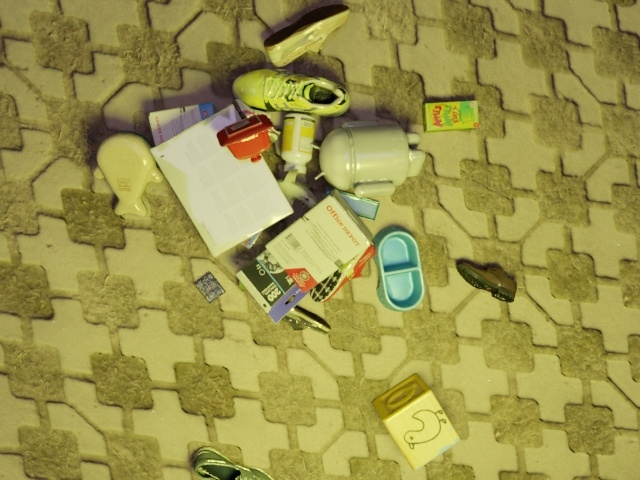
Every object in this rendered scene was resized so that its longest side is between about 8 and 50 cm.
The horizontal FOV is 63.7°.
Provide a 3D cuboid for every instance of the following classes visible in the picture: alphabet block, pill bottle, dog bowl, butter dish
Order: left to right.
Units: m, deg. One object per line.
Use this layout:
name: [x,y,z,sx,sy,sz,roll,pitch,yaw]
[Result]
butter dish: [-0.205,-0.281,1.487,0.160,0.160,0.118,-24,121,-5]
pill bottle: [-0.076,-0.313,1.678,0.103,0.103,0.184,6,92,-5]
dog bowl: [0.266,0.100,1.741,0.165,0.074,0.297,-10,93,-4]
alphabet block: [0.313,0.594,1.708,0.192,0.193,0.197,-33,95,-5]

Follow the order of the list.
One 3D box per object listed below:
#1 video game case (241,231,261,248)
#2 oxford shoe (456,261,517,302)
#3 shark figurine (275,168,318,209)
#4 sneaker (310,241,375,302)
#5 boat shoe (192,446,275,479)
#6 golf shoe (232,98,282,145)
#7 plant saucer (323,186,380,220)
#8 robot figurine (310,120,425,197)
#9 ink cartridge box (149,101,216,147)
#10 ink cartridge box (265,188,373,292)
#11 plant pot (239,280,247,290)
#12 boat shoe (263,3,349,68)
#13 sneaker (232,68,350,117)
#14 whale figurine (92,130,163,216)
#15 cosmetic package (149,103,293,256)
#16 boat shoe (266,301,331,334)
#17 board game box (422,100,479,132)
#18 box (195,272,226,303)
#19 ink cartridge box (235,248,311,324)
video game case: [-0.262,-0.041,1.719,0.122,0.011,0.087,35,88,-5]
oxford shoe: [0.573,0.123,1.777,0.227,0.083,0.096,28,71,-6]
shark figurine: [-0.046,-0.138,1.695,0.278,0.116,0.166,43,122,2]
sneaker: [0.083,0.111,1.715,0.279,0.107,0.118,-48,136,11]
boat shoe: [-0.280,0.800,1.709,0.319,0.099,0.116,31,89,-6]
golf shoe: [-0.208,-0.394,1.675,0.086,0.067,0.186,-48,115,-8]
plant saucer: [0.102,-0.123,1.745,0.192,0.018,0.067,16,91,-5]
robot figurine: [0.149,-0.266,1.649,0.353,0.200,0.300,-6,58,-7]
ink cartridge box: [-0.427,-0.347,1.653,0.203,0.086,0.148,-11,96,-5]
ink cartridge box: [0.000,0.000,1.607,0.273,0.114,0.197,-37,97,20]
plant pot: [-0.225,0.139,1.703,0.079,0.083,0.083,6,92,8]
boat shoe: [-0.035,-0.666,1.677,0.302,0.109,0.098,-30,134,-4]
sneaker: [-0.091,-0.485,1.648,0.384,0.147,0.145,3,94,-3]
whale figurine: [-0.604,-0.214,1.638,0.216,0.141,0.272,2,117,-4]
cosmetic package: [-0.299,-0.182,1.593,0.284,0.097,0.377,-30,99,-5]
boat shoe: [-0.075,0.264,1.719,0.223,0.080,0.073,27,95,0]
board game box: [0.441,-0.420,1.750,0.181,0.043,0.092,-5,93,-5]
box: [-0.366,0.159,1.714,0.067,0.018,0.083,-38,95,-2]
ink cartridge box: [-0.136,0.128,1.667,0.208,0.045,0.206,53,49,-6]
